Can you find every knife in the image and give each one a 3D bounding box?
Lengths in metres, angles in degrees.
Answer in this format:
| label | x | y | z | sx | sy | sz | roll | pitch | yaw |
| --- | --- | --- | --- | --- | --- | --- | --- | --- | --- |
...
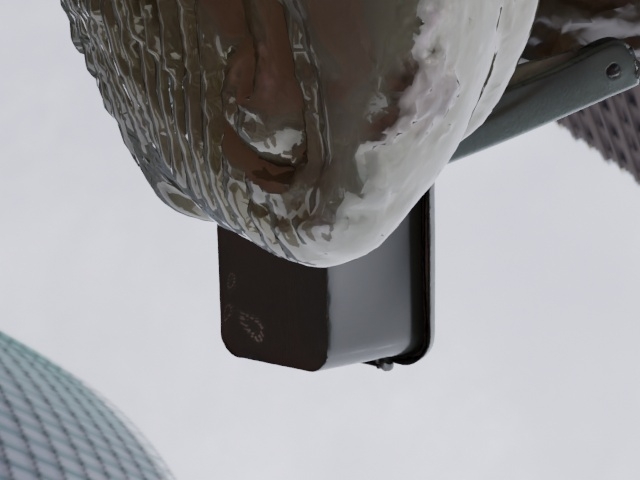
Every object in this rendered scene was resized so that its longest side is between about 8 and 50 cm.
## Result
| label | x | y | z | sx | sy | sz | roll | pitch | yaw |
| --- | --- | --- | --- | --- | --- | --- | --- | --- | --- |
| knife | 0.109 | -0.081 | 0.785 | 0.162 | 0.044 | 0.023 | -22 | -158 | -8 |

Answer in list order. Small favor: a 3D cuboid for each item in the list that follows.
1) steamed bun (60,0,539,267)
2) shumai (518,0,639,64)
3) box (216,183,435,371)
| label | x | y | z | sx | sy | sz | roll | pitch | yaw |
| --- | --- | --- | --- | --- | --- | --- | --- | --- | --- |
| steamed bun | -0.011 | -0.169 | 0.615 | 0.219 | 0.310 | 0.324 | -26 | -167 | -20 |
| shumai | 0.162 | -0.261 | 0.951 | 0.346 | 0.283 | 0.217 | 31 | -65 | 12 |
| box | 0.000 | 0.000 | 1.178 | 0.163 | 0.135 | 0.243 | 8 | -78 | 41 |
